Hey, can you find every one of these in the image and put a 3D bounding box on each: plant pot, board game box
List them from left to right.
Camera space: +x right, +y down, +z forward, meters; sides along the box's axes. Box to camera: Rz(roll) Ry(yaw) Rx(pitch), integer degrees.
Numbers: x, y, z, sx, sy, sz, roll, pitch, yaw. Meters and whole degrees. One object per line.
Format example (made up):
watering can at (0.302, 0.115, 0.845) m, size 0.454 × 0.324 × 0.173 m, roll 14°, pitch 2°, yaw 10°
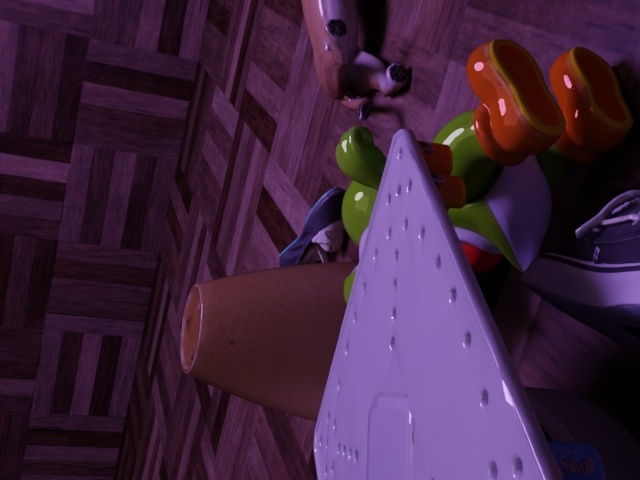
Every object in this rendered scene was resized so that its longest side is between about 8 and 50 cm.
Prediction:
plant pot at (-0.053, 0.129, 1.126) m, size 0.237 × 0.254 × 0.237 m, roll -171°, pitch 90°, yaw -70°
board game box at (0.073, 0.175, 0.632) m, size 0.390 × 0.050 × 0.390 m, roll -102°, pitch 20°, yaw -53°

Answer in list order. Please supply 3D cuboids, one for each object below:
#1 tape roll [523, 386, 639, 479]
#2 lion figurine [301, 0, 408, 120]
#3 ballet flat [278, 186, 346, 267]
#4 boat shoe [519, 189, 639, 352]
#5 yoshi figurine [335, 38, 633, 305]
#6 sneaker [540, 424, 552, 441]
tape roll at (0.171, 0.321, 0.722) m, size 0.392 × 0.072 × 0.392 m, roll -172°, pitch 90°, yaw -69°
lion figurine at (0.025, -0.336, 1.257) m, size 0.240 × 0.142 × 0.392 m, roll 144°, pitch 127°, yaw -72°
ballet flat at (0.000, 0.000, 1.309) m, size 0.203 × 0.074 × 0.074 m, roll -52°, pitch 36°, yaw 43°
boat shoe at (0.235, 0.016, 0.588) m, size 0.105 × 0.113 × 0.306 m, roll -59°, pitch -2°, yaw -4°
yoshi figurine at (0.117, -0.061, 0.828) m, size 0.362 × 0.203 × 0.203 m, roll -51°, pitch 3°, yaw 46°
sneaker at (0.121, 0.225, 0.679) m, size 0.087 × 0.083 × 0.221 m, roll -109°, pitch 35°, yaw -56°
